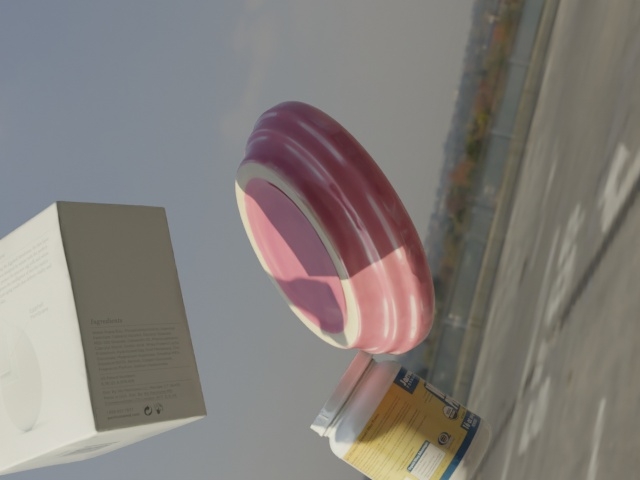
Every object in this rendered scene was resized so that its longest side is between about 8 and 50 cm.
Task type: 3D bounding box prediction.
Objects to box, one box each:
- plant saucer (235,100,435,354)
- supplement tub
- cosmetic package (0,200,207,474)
[{"bbox_3d":[0.000,0.000,1.241,0.084,0.332,0.332,-30,-29,-22],"label":"plant saucer"},{"bbox_3d":[0.102,0.244,1.347,0.144,0.199,0.144,-56,-5,-7],"label":"supplement tub"},{"bbox_3d":[-0.253,0.103,1.072,0.138,0.224,0.225,0,-109,-47],"label":"cosmetic package"}]
